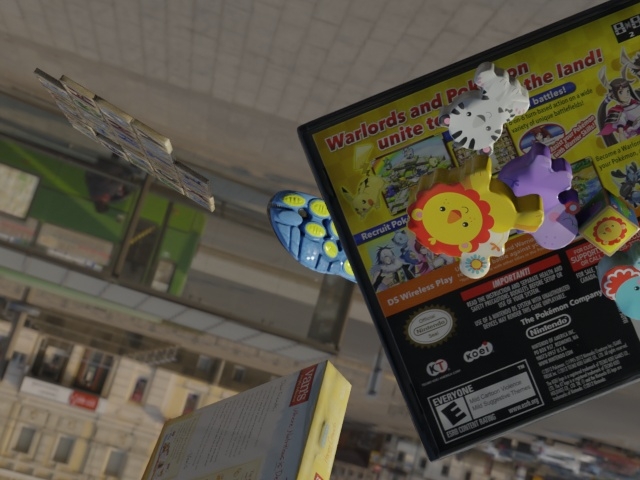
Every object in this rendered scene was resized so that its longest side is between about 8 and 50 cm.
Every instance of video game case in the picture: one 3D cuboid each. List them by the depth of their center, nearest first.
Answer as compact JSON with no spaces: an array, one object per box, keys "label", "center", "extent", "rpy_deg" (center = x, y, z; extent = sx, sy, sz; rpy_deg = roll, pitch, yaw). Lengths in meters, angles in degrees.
[{"label":"video game case","center":[0.156,-0.014,0.574],"extent":[0.275,0.248,0.035],"rpy_deg":[-22,178,1]}]

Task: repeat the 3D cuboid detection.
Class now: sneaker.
[{"label":"sneaker","center":[0.000,0.000,0.862],"extent":[0.078,0.067,0.188],"rpy_deg":[21,175,39]}]

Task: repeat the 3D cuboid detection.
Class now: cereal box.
[{"label":"cereal box","center":[-0.088,0.227,0.825],"extent":[0.240,0.173,0.047],"rpy_deg":[-25,118,31]}]

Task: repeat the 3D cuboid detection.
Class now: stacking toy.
[{"label":"stacking toy","center":[0.148,0.003,0.442],"extent":[0.221,0.167,0.052],"rpy_deg":[35,120,-7]}]

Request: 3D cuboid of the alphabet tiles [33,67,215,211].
[{"label":"alphabet tiles","center":[-0.203,-0.104,0.885],"extent":[0.198,0.009,0.237],"rpy_deg":[32,170,0]}]
